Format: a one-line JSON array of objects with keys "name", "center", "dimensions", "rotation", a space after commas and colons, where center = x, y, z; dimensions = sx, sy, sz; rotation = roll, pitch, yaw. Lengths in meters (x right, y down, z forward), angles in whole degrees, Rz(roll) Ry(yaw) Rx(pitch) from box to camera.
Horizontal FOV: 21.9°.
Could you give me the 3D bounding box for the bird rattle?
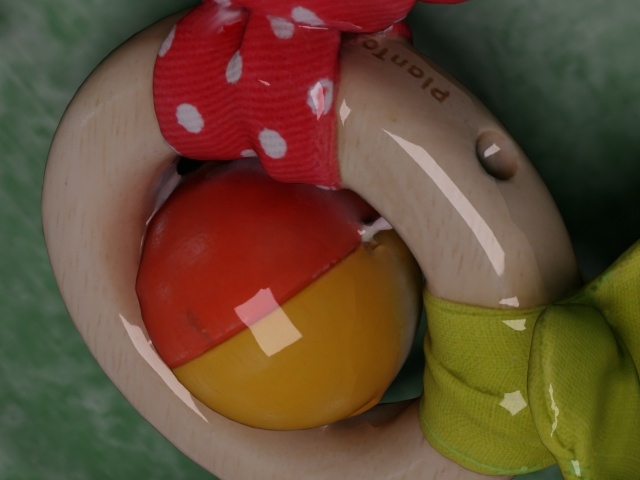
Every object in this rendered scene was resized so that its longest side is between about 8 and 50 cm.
[{"name": "bird rattle", "center": [0.000, 0.000, 0.447], "dimensions": [0.253, 0.143, 0.207], "rotation": [44, 132, -14]}]
